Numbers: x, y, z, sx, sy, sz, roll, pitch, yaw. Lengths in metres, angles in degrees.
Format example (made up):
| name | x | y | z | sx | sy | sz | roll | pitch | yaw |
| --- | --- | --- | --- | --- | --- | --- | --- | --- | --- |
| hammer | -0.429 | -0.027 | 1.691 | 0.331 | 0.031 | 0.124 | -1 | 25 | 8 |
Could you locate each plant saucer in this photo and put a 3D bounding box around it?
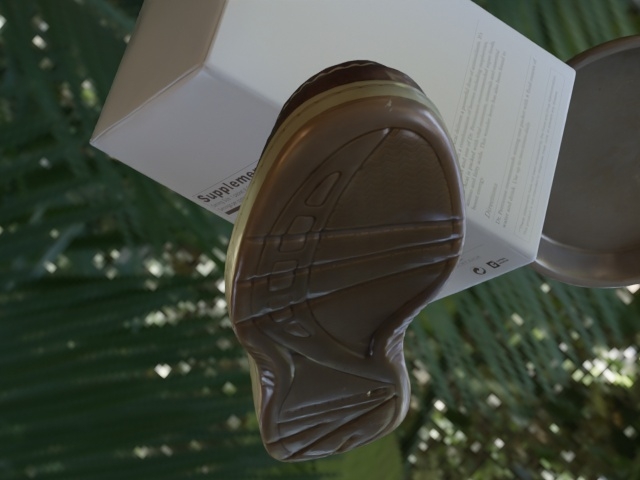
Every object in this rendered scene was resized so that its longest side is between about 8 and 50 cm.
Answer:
| name | x | y | z | sx | sy | sz | roll | pitch | yaw |
| --- | --- | --- | --- | --- | --- | --- | --- | --- | --- |
| plant saucer | 0.288 | -0.075 | 1.475 | 0.278 | 0.278 | 0.041 | -39 | -147 | 17 |

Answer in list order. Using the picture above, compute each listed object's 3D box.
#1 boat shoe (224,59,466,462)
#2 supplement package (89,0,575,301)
| name | x | y | z | sx | sy | sz | roll | pitch | yaw |
| --- | --- | --- | --- | --- | --- | --- | --- | --- | --- |
| boat shoe | 0.000 | 0.000 | 0.878 | 0.123 | 0.342 | 0.123 | -12 | -121 | -7 |
| supplement package | 0.013 | -0.100 | 1.181 | 0.175 | 0.293 | 0.177 | -25 | -139 | 52 |
